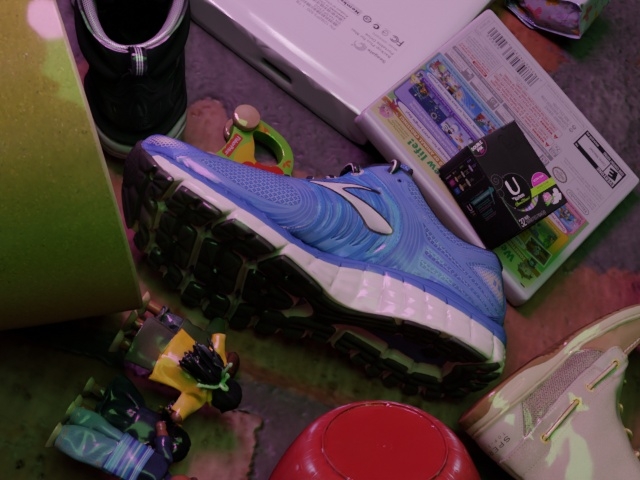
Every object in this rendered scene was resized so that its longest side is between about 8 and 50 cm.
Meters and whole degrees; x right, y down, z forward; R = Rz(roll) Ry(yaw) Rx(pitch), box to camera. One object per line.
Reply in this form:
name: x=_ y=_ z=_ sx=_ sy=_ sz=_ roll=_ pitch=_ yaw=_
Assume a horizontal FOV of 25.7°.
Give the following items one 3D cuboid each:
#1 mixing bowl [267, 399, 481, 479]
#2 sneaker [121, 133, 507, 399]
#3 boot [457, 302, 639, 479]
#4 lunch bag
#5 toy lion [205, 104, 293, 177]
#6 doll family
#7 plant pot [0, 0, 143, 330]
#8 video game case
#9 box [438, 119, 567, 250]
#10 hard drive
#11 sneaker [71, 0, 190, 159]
mixing bowl: x=0.040 y=0.176 z=0.976 sx=0.181 sy=0.098 sz=0.181 roll=3 pitch=34 yaw=-2
sneaker: x=0.000 y=0.000 z=1.103 sx=0.330 sy=0.130 sz=0.147 roll=26 pitch=52 yaw=-12
boot: x=0.230 y=0.154 z=1.110 sx=0.213 sy=0.077 sz=0.165 roll=-28 pitch=75 yaw=-34
lunch bag: x=0.230 y=-0.238 z=1.358 sx=0.083 sy=0.053 sz=0.071 roll=22 pitch=52 yaw=26
toy lion: x=-0.054 y=-0.051 z=1.165 sx=0.096 sy=0.034 sz=0.100 roll=36 pitch=55 yaw=-4
doll family: x=-0.115 y=0.120 z=1.018 sx=0.111 sy=0.076 sz=0.193 roll=33 pitch=60 yaw=-3
plant pot: x=-0.302 y=-0.042 z=0.956 sx=0.293 sy=0.275 sz=0.275 roll=-17 pitch=66 yaw=-10
video game case: x=0.159 y=-0.077 z=1.234 sx=0.212 sy=0.023 sz=0.193 roll=49 pitch=57 yaw=0
box: x=0.152 y=-0.046 z=1.170 sx=0.062 sy=0.052 sz=0.083 roll=-28 pitch=83 yaw=-34
hard drive: x=0.046 y=-0.245 z=1.308 sx=0.203 sy=0.040 sz=0.307 roll=38 pitch=56 yaw=6
sneaker: x=-0.153 y=-0.211 z=1.145 sx=0.101 sy=0.153 sz=0.269 roll=-4 pitch=62 yaw=-10
